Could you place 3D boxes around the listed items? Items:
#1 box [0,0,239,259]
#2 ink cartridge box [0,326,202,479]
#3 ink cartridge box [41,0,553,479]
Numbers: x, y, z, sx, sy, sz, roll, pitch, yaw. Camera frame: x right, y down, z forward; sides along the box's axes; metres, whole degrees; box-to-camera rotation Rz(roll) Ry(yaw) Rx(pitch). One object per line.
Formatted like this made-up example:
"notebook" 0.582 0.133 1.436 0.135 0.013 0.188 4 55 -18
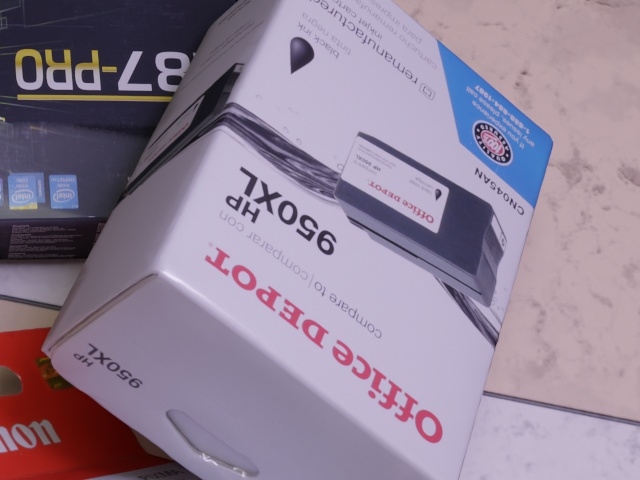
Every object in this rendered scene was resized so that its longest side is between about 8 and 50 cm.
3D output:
"box" -0.257 -0.140 1.454 0.394 0.097 0.318 0 66 -15
"ink cartridge box" -0.164 0.197 1.198 0.385 0.091 0.308 54 26 20
"ink cartridge box" 0.000 0.000 1.304 0.285 0.166 0.395 38 46 -18
